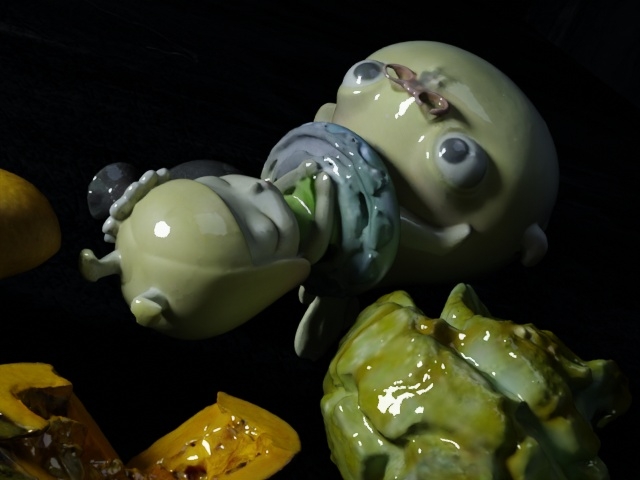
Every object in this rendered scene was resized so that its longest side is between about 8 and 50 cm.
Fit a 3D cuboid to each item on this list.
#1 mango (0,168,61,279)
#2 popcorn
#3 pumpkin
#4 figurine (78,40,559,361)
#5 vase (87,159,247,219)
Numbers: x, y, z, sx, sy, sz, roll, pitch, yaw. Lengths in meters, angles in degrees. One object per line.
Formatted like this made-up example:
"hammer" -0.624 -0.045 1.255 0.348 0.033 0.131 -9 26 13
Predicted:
"mango" -0.307 0.000 0.851 0.177 0.120 0.295 31 18 35
"popcorn" 0.098 0.126 0.956 0.204 0.183 0.221 30 3 -30
"pumpkin" -0.112 0.138 0.766 0.184 0.107 0.119 14 15 -11
"figurine" 0.000 0.000 1.039 0.394 0.274 0.226 -19 47 -40
"vase" -0.127 -0.018 1.146 0.120 0.120 0.183 5 11 -45
